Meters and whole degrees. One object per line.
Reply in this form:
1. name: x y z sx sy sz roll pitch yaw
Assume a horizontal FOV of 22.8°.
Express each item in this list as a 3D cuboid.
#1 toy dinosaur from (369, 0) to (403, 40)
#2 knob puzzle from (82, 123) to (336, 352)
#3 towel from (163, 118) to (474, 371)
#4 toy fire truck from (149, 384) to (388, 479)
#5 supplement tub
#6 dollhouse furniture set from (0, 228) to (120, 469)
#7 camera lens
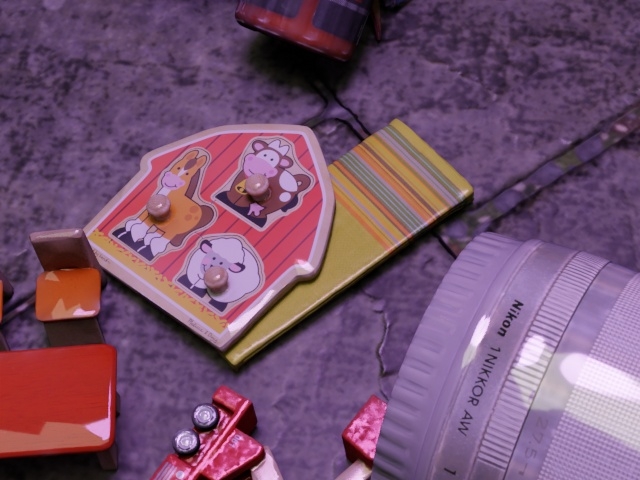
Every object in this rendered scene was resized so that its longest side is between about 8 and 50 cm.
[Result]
1. toy dinosaur: 0.031 -0.225 1.352 0.082 0.047 0.090 18 73 36
2. knob puzzle: -0.074 -0.027 1.242 0.213 0.030 0.213 -6 54 9
3. towel: 0.000 0.000 1.240 0.237 0.021 0.102 -36 58 -13
4. toy fire truck: -0.043 0.175 1.128 0.135 0.047 0.192 29 68 19
5. supplement tub: 0.010 -0.251 1.285 0.106 0.106 0.198 24 97 18
6. dollhouse furniture set: -0.273 0.121 1.131 0.259 0.135 0.262 -6 60 3
7. camera lens: 0.198 0.133 1.026 0.274 0.219 0.219 22 65 17
